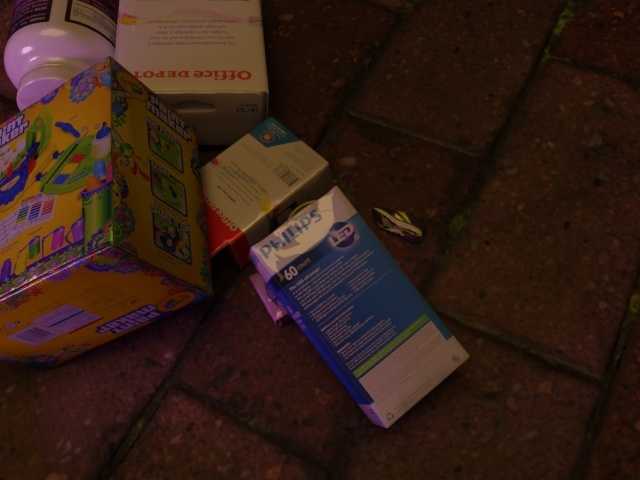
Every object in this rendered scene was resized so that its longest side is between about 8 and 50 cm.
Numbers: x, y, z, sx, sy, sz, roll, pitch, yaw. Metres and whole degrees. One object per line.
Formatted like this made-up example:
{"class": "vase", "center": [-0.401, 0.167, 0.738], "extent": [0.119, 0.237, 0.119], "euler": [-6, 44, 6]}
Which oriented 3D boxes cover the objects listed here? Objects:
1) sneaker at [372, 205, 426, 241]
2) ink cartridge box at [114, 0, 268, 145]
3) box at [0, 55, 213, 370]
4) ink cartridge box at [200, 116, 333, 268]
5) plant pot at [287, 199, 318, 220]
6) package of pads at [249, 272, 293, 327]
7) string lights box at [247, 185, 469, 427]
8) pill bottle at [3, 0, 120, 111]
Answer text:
{"class": "sneaker", "center": [0.113, -0.028, 0.936], "extent": [0.083, 0.031, 0.035], "euler": [31, 54, 17]}
{"class": "ink cartridge box", "center": [-0.204, -0.307, 1.057], "extent": [0.226, 0.131, 0.306], "euler": [-2, 60, -7]}
{"class": "box", "center": [-0.315, -0.025, 0.840], "extent": [0.290, 0.177, 0.279], "euler": [-23, 58, 20]}
{"class": "ink cartridge box", "center": [-0.110, -0.058, 0.947], "extent": [0.231, 0.078, 0.134], "euler": [-40, 62, -16]}
{"class": "plant pot", "center": [0.000, 0.000, 0.900], "extent": [0.083, 0.079, 0.083], "euler": [-3, 60, 6]}
{"class": "package of pads", "center": [-0.057, 0.071, 0.893], "extent": [0.050, 0.032, 0.083], "euler": [-30, 61, -9]}
{"class": "string lights box", "center": [0.042, 0.079, 0.796], "extent": [0.133, 0.077, 0.259], "euler": [-36, 86, -15]}
{"class": "pill bottle", "center": [-0.414, -0.341, 1.088], "extent": [0.182, 0.181, 0.322], "euler": [-7, 60, 2]}
